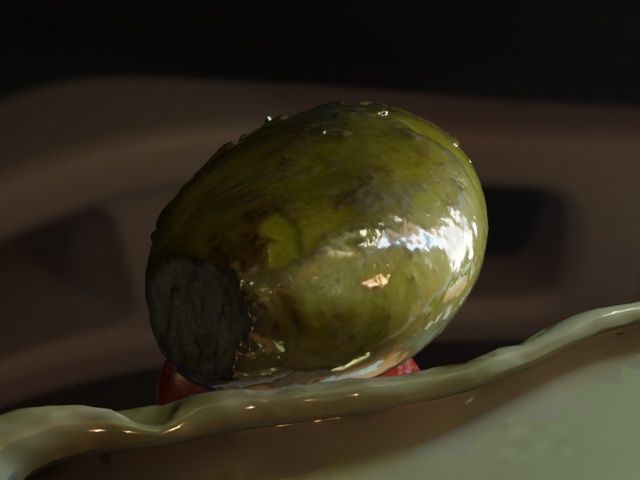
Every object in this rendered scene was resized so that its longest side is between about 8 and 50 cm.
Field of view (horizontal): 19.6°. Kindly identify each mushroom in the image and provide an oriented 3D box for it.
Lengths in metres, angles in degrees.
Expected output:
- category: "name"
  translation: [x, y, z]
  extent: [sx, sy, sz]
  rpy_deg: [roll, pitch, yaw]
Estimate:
- category: "mushroom"
  translation: [0.030, 0.144, 0.536]
  extent: [0.292, 0.217, 0.212]
  rpy_deg: [-6, 165, -17]

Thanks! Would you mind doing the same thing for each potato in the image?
- category: "potato"
  translation: [0.000, 0.000, 0.807]
  extent: [0.149, 0.113, 0.251]
  rpy_deg: [-10, -174, 14]

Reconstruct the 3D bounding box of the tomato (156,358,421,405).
- category: "tomato"
  translation: [0.006, 0.083, 1.036]
  extent: [0.189, 0.173, 0.099]
  rpy_deg: [8, 106, -59]
